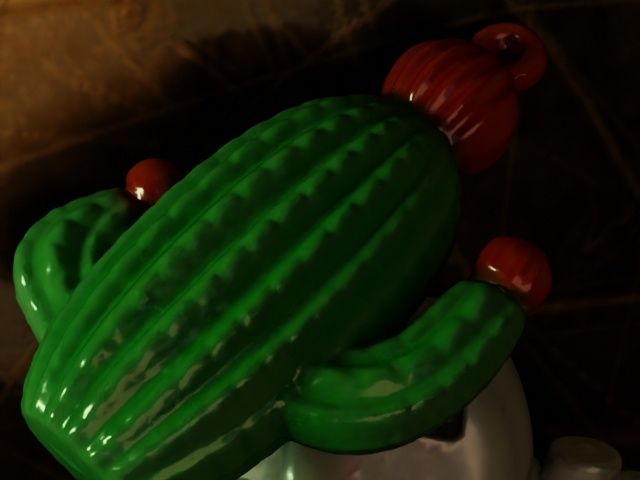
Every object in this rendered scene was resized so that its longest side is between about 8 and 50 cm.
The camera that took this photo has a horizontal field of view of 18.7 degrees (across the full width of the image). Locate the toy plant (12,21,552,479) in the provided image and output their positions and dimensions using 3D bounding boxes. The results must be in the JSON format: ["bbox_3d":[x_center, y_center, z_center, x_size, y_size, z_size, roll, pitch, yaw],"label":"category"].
[{"bbox_3d":[0.000,0.012,0.720,0.240,0.155,0.088,-21,145,-8],"label":"toy plant"}]

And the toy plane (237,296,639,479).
[{"bbox_3d":[0.028,0.135,0.807,0.244,0.117,0.245,1,110,2],"label":"toy plane"}]
